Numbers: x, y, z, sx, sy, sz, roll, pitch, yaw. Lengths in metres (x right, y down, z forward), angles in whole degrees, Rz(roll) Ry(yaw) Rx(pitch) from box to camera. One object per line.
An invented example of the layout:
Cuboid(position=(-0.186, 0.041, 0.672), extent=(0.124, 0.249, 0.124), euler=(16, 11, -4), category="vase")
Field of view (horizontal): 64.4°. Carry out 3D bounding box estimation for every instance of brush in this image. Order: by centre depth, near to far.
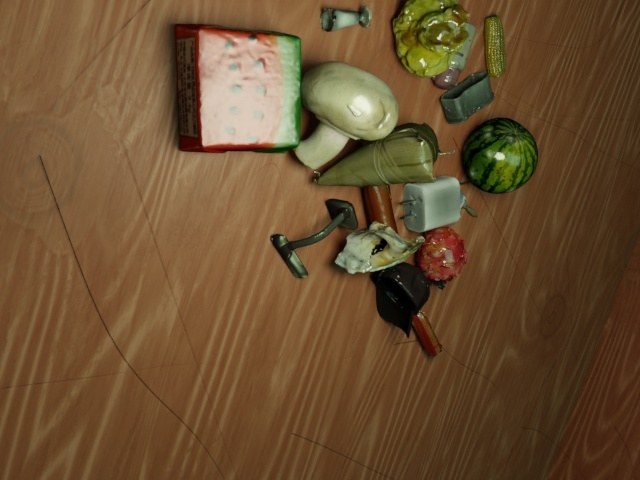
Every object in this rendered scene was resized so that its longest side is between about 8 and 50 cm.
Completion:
Cuboid(position=(0.608, -0.146, 2.136), extent=(0.196, 0.021, 0.070), euler=(33, 84, -37), category="brush")

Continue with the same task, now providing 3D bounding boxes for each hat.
Cuboid(position=(0.336, 0.191, 1.935), extent=(0.209, 0.238, 0.336), euler=(-33, 133, -24), category="hat")

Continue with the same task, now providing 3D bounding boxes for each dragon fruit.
Cuboid(position=(0.470, 0.075, 2.003), extent=(0.210, 0.205, 0.268), euler=(13, 124, 1), category="dragon fruit")

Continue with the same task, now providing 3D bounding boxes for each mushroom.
Cuboid(position=(0.064, -0.416, 1.572), extent=(0.315, 0.356, 0.315), euler=(11, 74, -44), category="mushroom")

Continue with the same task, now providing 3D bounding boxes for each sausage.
Cuboid(position=(0.215, -0.098, 1.852), extent=(0.102, 0.102, 0.330), euler=(-25, 116, -25), category="sausage")
Cuboid(position=(0.434, 0.375, 2.134), extent=(0.083, 0.083, 0.264), euler=(-39, 120, -18), category="sausage")

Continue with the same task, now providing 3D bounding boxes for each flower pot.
Cuboid(position=(0.564, -0.545, 1.945), extent=(0.229, 0.103, 0.108), euler=(-38, 121, -19), category="flower pot")

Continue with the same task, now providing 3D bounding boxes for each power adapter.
Cuboid(position=(0.402, -0.136, 1.945), extent=(0.255, 0.124, 0.186), euler=(-15, 109, -28), category="power adapter")

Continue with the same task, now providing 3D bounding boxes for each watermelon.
Cuboid(position=(0.695, -0.325, 1.981), extent=(0.285, 0.285, 0.285), euler=(-9, 108, -30), category="watermelon")

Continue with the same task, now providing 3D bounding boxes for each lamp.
Cuboid(position=(0.002, 0.004, 1.734), extent=(0.283, 0.124, 0.203), euler=(-35, 129, -17), category="lamp")

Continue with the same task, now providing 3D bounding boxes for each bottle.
Cuboid(position=(0.481, -0.669, 1.854), extent=(0.110, 0.110, 0.233), euler=(14, 96, -34), category="bottle")

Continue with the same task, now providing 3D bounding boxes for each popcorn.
Cuboid(position=(0.372, -0.695, 1.708), extent=(0.224, 0.270, 0.257), euler=(-1, 59, -36), category="popcorn")

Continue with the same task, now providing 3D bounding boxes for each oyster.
Cuboid(position=(0.201, 0.020, 1.778), extent=(0.275, 0.100, 0.271), euler=(-34, 139, 19), category="oyster")

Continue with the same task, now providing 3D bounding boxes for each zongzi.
Cuboid(position=(0.229, -0.295, 1.754), extent=(0.447, 0.418, 0.181), euler=(-47, 124, -64), category="zongzi")

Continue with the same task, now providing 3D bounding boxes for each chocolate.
Cuboid(position=(-0.220, -0.419, 1.444), extent=(0.342, 0.161, 0.360), euler=(-7, 107, -28), category="chocolate")

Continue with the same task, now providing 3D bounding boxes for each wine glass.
Cuboid(position=(0.082, -0.707, 1.616), extent=(0.155, 0.072, 0.072), euler=(-19, 113, -28), category="wine glass")

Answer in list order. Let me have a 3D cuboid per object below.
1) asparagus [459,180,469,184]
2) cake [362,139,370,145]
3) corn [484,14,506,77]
Cuboid(position=(0.570, -0.228, 2.089), extent=(0.114, 0.015, 0.014), euler=(-15, 145, -26), category="asparagus")
Cuboid(position=(0.208, -0.354, 1.782), extent=(0.109, 0.090, 0.225), euler=(-18, 113, -32), category="cake")
Cuboid(position=(0.678, -0.752, 1.975), extent=(0.080, 0.080, 0.231), euler=(-24, 116, -25), category="corn")
